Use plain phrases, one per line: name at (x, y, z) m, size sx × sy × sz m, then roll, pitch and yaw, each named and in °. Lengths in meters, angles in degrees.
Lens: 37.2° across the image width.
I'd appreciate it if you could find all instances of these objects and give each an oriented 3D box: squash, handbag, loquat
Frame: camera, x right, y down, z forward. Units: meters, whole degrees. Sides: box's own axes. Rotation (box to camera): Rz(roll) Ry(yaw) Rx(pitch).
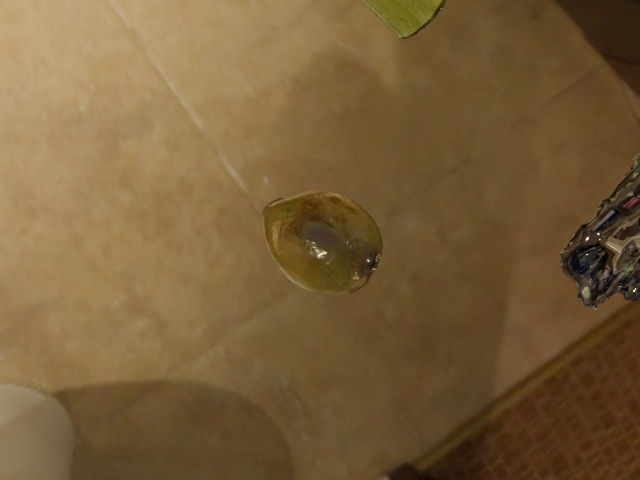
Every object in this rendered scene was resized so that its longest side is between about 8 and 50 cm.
squash at (0.029, -0.305, 1.016) m, size 0.224 × 0.094 × 0.094 m, roll 25°, pitch 101°, yaw -27°
handbag at (0.320, -0.042, 0.826) m, size 0.162 × 0.113 × 0.260 m, roll -21°, pitch 155°, yaw -51°
loquat at (0.000, 0.000, 1.418) m, size 0.195 × 0.152 × 0.152 m, roll 26°, pitch 103°, yaw 16°
